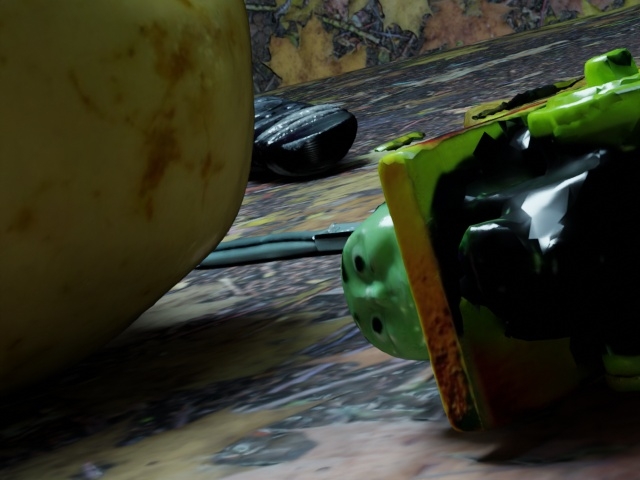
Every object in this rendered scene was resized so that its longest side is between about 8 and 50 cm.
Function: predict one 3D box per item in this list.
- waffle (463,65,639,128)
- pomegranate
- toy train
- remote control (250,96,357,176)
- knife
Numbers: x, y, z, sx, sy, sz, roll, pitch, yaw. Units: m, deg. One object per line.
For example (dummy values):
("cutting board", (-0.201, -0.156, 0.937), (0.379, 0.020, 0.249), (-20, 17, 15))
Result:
("waffle", (0.212, -0.073, 0.892), (0.248, 0.055, 0.221), (-13, 8, 1))
("pomegranate", (-0.191, -0.073, 0.731), (0.343, 0.342, 0.342), (-14, 8, 2))
("toy train", (0.132, -0.021, 0.540), (0.296, 0.100, 0.161), (-19, 4, -38))
("remote control", (-0.032, -0.083, 1.396), (0.090, 0.066, 0.266), (-30, 16, -13))
("knife", (0.000, -0.001, 0.911), (0.210, 0.015, 0.028), (-6, 6, 42))
